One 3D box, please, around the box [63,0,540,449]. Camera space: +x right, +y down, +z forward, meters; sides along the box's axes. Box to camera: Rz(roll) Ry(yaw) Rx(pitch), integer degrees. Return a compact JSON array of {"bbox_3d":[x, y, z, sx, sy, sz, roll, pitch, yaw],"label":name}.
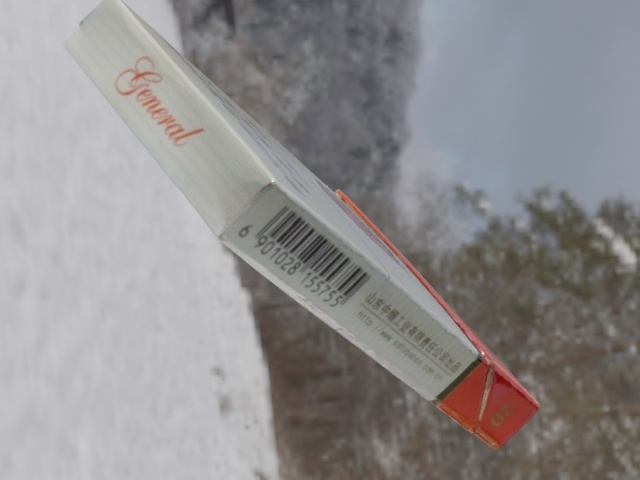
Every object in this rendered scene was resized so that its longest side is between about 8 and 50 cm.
[{"bbox_3d":[0.000,0.000,0.648,0.139,0.035,0.245,48,6,40],"label":"box"}]
